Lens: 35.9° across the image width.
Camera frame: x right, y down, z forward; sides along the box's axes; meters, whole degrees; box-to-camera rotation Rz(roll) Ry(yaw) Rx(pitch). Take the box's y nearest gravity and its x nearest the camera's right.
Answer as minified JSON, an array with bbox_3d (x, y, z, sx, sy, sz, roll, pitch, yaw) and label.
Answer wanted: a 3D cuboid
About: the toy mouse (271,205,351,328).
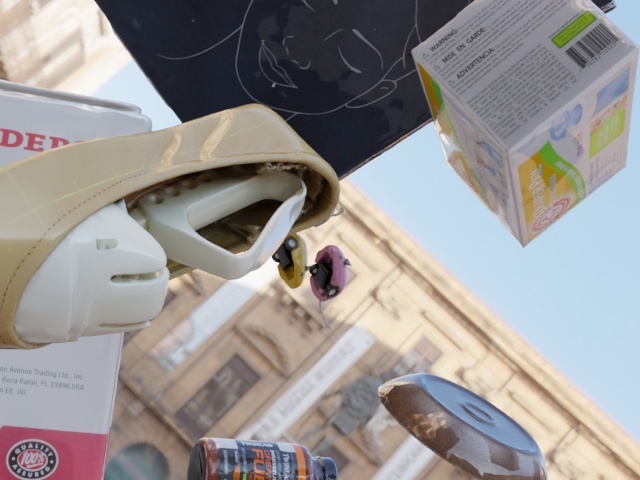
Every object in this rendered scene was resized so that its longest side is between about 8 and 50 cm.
[{"bbox_3d":[0.000,0.000,0.972,0.143,0.031,0.161,-49,-123,49],"label":"toy mouse"}]

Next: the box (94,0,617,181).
[{"bbox_3d":[0.010,-0.355,1.159,0.480,0.471,0.297,55,23,-9],"label":"box"}]

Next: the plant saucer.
[{"bbox_3d":[0.152,0.188,1.003,0.198,0.036,0.198,28,9,-5],"label":"plant saucer"}]

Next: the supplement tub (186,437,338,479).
[{"bbox_3d":[-0.079,0.330,1.369,0.197,0.106,0.106,7,-9,-21],"label":"supplement tub"}]

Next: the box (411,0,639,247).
[{"bbox_3d":[0.155,-0.093,0.736,0.103,0.114,0.203,52,0,23],"label":"box"}]

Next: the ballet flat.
[{"bbox_3d":[-0.070,-0.005,0.404,0.073,0.232,0.080,35,-52,20],"label":"ballet flat"}]

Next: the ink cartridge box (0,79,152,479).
[{"bbox_3d":[-0.325,0.051,0.937,0.279,0.385,0.160,9,-5,-14],"label":"ink cartridge box"}]
